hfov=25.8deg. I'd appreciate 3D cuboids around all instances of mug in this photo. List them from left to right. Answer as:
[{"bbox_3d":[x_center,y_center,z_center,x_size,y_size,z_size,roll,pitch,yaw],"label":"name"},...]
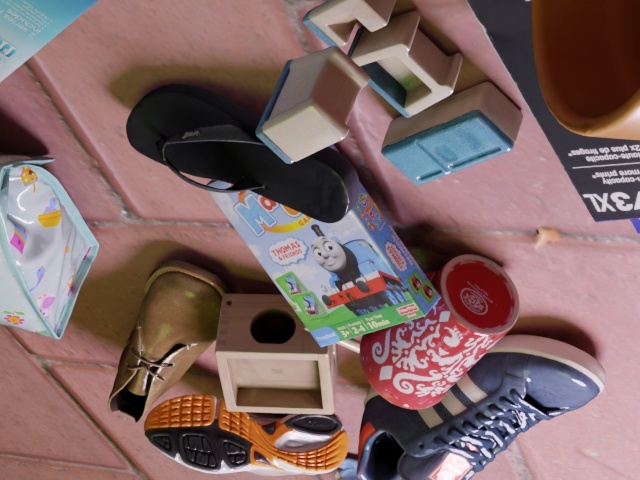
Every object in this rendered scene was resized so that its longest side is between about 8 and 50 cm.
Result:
[{"bbox_3d":[0.110,0.090,1.449,0.150,0.113,0.169,12,148,-21],"label":"mug"}]

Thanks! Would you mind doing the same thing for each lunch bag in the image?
[{"bbox_3d":[-0.392,-0.025,1.523,0.223,0.160,0.262,11,152,17],"label":"lunch bag"}]

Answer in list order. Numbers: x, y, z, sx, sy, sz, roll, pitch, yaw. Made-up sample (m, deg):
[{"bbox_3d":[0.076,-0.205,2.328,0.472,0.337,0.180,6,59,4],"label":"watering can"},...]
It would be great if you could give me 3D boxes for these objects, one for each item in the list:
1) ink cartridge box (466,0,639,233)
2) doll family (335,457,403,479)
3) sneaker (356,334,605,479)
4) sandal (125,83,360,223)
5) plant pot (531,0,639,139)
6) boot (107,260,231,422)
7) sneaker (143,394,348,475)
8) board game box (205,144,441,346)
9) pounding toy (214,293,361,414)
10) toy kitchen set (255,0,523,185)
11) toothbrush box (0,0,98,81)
[{"bbox_3d":[0.270,-0.105,1.127,0.176,0.069,0.371,-5,142,34],"label":"ink cartridge box"},{"bbox_3d":[0.083,0.359,1.906,0.111,0.076,0.193,6,142,30],"label":"doll family"},{"bbox_3d":[0.170,0.213,1.568,0.131,0.148,0.350,36,145,-22],"label":"sneaker"},{"bbox_3d":[-0.085,-0.081,1.317,0.254,0.054,0.097,19,134,26],"label":"sandal"},{"bbox_3d":[0.263,-0.186,0.782,0.204,0.290,0.291,9,149,-12],"label":"plant pot"},{"bbox_3d":[-0.186,0.129,1.677,0.112,0.115,0.305,27,145,-4],"label":"boot"},{"bbox_3d":[-0.104,0.267,1.815,0.262,0.099,0.121,11,159,-14],"label":"sneaker"},{"bbox_3d":[0.000,0.000,1.390,0.160,0.039,0.211,-22,108,47],"label":"board game box"},{"bbox_3d":[-0.010,0.111,1.579,0.206,0.094,0.181,1,142,5],"label":"pounding toy"},{"bbox_3d":[0.044,-0.089,1.173,0.207,0.166,0.122,40,143,-27],"label":"toy kitchen set"},{"bbox_3d":[-0.233,-0.241,1.058,0.126,0.216,0.295,37,143,-24],"label":"toothbrush box"}]
